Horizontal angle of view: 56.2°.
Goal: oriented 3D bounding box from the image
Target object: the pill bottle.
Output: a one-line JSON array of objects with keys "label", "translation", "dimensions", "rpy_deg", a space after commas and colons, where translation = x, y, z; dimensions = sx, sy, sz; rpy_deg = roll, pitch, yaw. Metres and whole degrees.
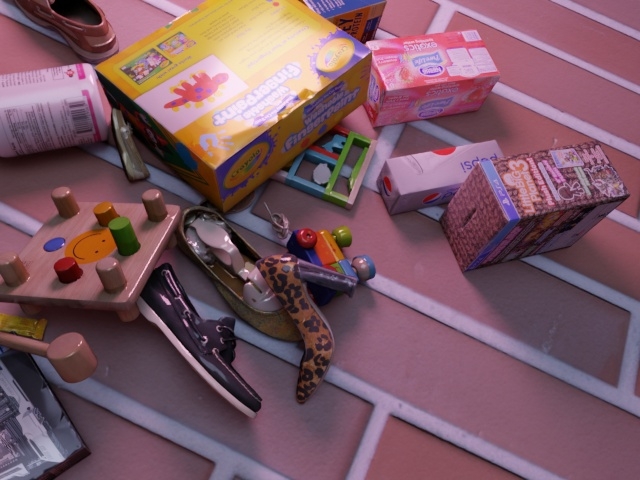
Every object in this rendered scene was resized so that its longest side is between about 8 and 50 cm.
[{"label": "pill bottle", "translation": [-0.587, -0.256, 1.204], "dimensions": [0.283, 0.160, 0.160], "rpy_deg": [-14, 67, -17]}]

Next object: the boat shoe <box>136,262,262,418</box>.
[{"label": "boat shoe", "translation": [-0.208, 0.169, 1.082], "dimensions": [0.340, 0.127, 0.113], "rpy_deg": [40, 75, 21]}]

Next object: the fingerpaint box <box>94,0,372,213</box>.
[{"label": "fingerpaint box", "translation": [-0.174, -0.332, 1.292], "dimensions": [0.371, 0.163, 0.445], "rpy_deg": [39, 66, 19]}]

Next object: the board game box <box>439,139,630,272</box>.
[{"label": "board game box", "translation": [0.440, -0.069, 1.269], "dimensions": [0.291, 0.232, 0.141], "rpy_deg": [-11, 65, -17]}]

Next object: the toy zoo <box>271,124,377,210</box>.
[{"label": "toy zoo", "translation": [-0.035, -0.203, 1.358], "dimensions": [0.293, 0.030, 0.192], "rpy_deg": [23, 61, 1]}]

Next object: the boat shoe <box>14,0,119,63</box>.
[{"label": "boat shoe", "translation": [-0.592, -0.545, 1.376], "dimensions": [0.324, 0.116, 0.123], "rpy_deg": [36, 62, 8]}]

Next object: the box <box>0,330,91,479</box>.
[{"label": "box", "translation": [-0.571, 0.331, 0.954], "dimensions": [0.308, 0.076, 0.242], "rpy_deg": [-32, 72, -24]}]

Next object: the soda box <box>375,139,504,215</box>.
[{"label": "soda box", "translation": [0.278, -0.144, 1.355], "dimensions": [0.287, 0.091, 0.098], "rpy_deg": [-12, 66, -17]}]

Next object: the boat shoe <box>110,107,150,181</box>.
[{"label": "boat shoe", "translation": [-0.400, -0.202, 1.252], "dimensions": [0.048, 0.056, 0.152], "rpy_deg": [-17, 93, -22]}]

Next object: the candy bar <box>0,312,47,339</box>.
[{"label": "candy bar", "translation": [-0.580, 0.148, 1.080], "dimensions": [0.162, 0.018, 0.040], "rpy_deg": [10, 58, -5]}]

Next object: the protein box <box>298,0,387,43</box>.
[{"label": "protein box", "translation": [0.019, -0.594, 1.509], "dimensions": [0.201, 0.136, 0.199], "rpy_deg": [-25, 71, -22]}]

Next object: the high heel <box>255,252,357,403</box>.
[{"label": "high heel", "translation": [-0.059, 0.158, 1.100], "dimensions": [0.186, 0.093, 0.261], "rpy_deg": [18, 93, -7]}]

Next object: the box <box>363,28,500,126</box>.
[{"label": "box", "translation": [0.253, -0.392, 1.447], "dimensions": [0.300, 0.142, 0.154], "rpy_deg": [-13, 66, -17]}]

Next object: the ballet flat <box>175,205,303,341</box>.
[{"label": "ballet flat", "translation": [-0.151, 0.059, 1.155], "dimensions": [0.348, 0.123, 0.123], "rpy_deg": [42, 63, 11]}]

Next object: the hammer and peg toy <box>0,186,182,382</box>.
[{"label": "hammer and peg toy", "translation": [-0.418, 0.052, 1.017], "dimensions": [0.266, 0.127, 0.361], "rpy_deg": [3, 42, 12]}]

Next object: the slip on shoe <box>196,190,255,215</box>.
[{"label": "slip on shoe", "translation": [-0.198, -0.083, 1.259], "dimensions": [0.135, 0.041, 0.051], "rpy_deg": [-19, 68, -19]}]

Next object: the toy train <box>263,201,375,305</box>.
[{"label": "toy train", "translation": [0.000, 0.000, 1.228], "dimensions": [0.143, 0.105, 0.248], "rpy_deg": [-18, 68, -30]}]
